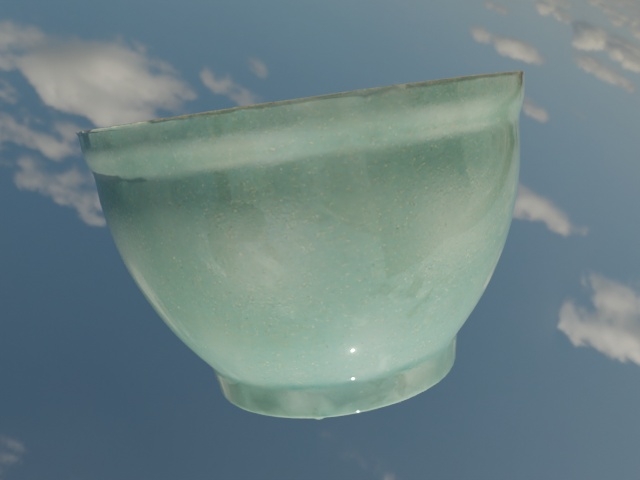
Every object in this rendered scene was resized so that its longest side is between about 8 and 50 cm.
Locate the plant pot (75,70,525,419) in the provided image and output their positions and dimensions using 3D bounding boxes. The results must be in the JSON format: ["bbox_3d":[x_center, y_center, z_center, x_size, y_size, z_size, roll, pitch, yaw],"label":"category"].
[{"bbox_3d":[0.000,0.000,0.482,0.293,0.196,0.293,-8,-169,2],"label":"plant pot"}]
